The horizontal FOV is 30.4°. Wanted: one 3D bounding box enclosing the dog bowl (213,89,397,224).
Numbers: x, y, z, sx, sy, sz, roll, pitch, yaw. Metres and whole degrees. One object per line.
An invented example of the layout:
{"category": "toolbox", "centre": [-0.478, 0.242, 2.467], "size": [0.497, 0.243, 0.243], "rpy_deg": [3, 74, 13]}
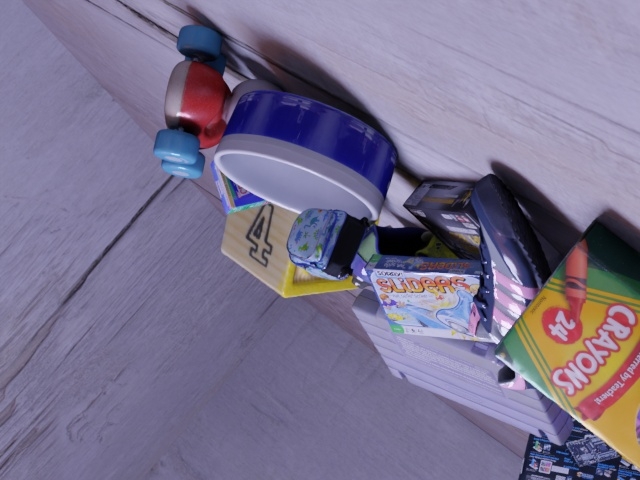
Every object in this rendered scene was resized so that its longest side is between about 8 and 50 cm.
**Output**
{"category": "dog bowl", "centre": [-0.021, -0.121, 1.782], "size": [0.265, 0.104, 0.265], "rpy_deg": [20, 167, 5]}

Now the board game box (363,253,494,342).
{"category": "board game box", "centre": [0.176, 0.084, 1.720], "size": [0.201, 0.035, 0.136], "rpy_deg": [2, 132, 36]}

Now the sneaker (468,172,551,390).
{"category": "sneaker", "centre": [0.239, 0.068, 1.535], "size": [0.319, 0.131, 0.112], "rpy_deg": [64, -161, -19]}

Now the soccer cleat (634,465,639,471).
{"category": "soccer cleat", "centre": [0.572, 0.330, 1.653], "size": [0.116, 0.143, 0.331], "rpy_deg": [43, 171, -17]}

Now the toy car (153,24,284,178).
{"category": "toy car", "centre": [-0.134, -0.211, 1.958], "size": [0.238, 0.219, 0.210], "rpy_deg": [11, 170, 1]}

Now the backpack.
{"category": "backpack", "centre": [0.000, 0.000, 1.776], "size": [0.084, 0.105, 0.114], "rpy_deg": [28, 167, -31]}

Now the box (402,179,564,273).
{"category": "box", "centre": [0.236, -0.006, 1.684], "size": [0.183, 0.056, 0.231], "rpy_deg": [43, 172, -17]}

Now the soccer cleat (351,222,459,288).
{"category": "soccer cleat", "centre": [0.181, 0.040, 1.832], "size": [0.289, 0.121, 0.093], "rpy_deg": [11, -137, -21]}

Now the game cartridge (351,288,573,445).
{"category": "game cartridge", "centre": [0.232, 0.201, 1.937], "size": [0.355, 0.068, 0.230], "rpy_deg": [19, 149, 38]}

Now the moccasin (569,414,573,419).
{"category": "moccasin", "centre": [0.374, 0.216, 2.072], "size": [0.137, 0.117, 0.342], "rpy_deg": [56, 172, -18]}

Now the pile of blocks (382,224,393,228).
{"category": "pile of blocks", "centre": [0.225, 0.128, 2.121], "size": [0.113, 0.149, 0.362], "rpy_deg": [-13, 113, 42]}

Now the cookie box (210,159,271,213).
{"category": "cookie box", "centre": [-0.114, -0.100, 1.917], "size": [0.040, 0.107, 0.091], "rpy_deg": [135, 118, -67]}

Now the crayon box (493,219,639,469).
{"category": "crayon box", "centre": [0.388, 0.152, 1.383], "size": [0.319, 0.081, 0.202], "rpy_deg": [38, 128, 11]}

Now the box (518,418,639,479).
{"category": "box", "centre": [0.466, 0.382, 2.043], "size": [0.220, 0.175, 0.051], "rpy_deg": [7, 156, 25]}

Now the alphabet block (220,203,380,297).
{"category": "alphabet block", "centre": [-0.034, -0.031, 2.067], "size": [0.192, 0.193, 0.197], "rpy_deg": [-7, -152, -40]}
